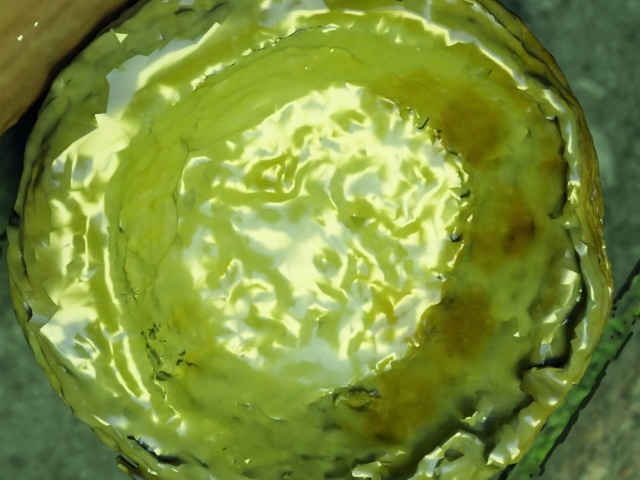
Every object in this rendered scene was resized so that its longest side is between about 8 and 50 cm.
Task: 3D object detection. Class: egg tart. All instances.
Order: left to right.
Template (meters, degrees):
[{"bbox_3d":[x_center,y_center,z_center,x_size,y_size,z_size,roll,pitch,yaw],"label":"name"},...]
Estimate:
[{"bbox_3d":[0.000,0.001,0.390,0.213,0.090,0.212,-2,100,-13],"label":"egg tart"}]

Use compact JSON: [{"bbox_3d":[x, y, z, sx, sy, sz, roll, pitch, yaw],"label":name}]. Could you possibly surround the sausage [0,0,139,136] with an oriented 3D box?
[{"bbox_3d":[-0.103,-0.089,0.346,0.289,0.086,0.086,-43,108,-1],"label":"sausage"}]
